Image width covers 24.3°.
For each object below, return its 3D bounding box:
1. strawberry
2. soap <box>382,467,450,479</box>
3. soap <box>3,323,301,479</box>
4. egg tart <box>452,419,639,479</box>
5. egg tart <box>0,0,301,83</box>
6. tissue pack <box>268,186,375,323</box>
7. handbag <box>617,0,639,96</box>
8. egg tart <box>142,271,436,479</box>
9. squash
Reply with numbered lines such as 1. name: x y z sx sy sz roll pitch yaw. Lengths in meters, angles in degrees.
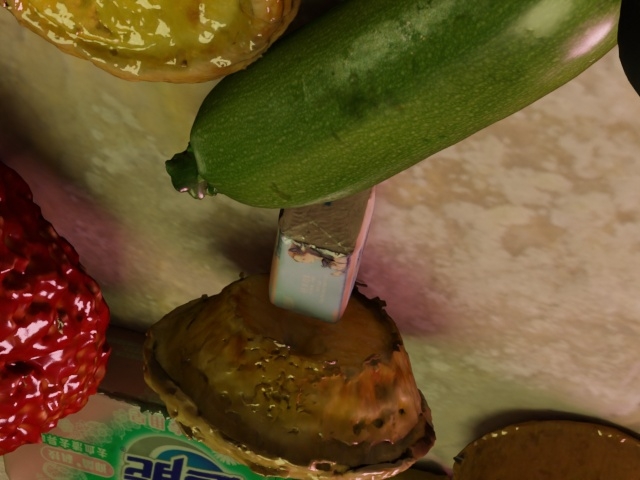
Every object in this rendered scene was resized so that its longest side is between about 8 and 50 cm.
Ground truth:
1. strawberry: -0.324 0.036 1.073 0.292 0.292 0.343 4 157 27
2. soap: 0.080 0.317 1.441 0.169 0.304 0.339 17 109 19
3. soap: -0.139 0.168 1.260 0.273 0.098 0.218 14 132 15
4. egg tart: 0.182 0.249 1.139 0.202 0.147 0.203 12 136 12
5. egg tart: -0.092 -0.161 0.776 0.191 0.074 0.191 15 147 10
6. tissue pack: 0.000 0.000 0.970 0.058 0.074 0.094 14 147 2
7. handbag: 0.252 -0.076 0.599 0.254 0.181 0.181 37 139 -22
8. egg tart: -0.017 0.085 1.023 0.212 0.212 0.090 18 117 6
9. squash: 0.030 -0.084 0.798 0.101 0.101 0.378 38 145 -25
